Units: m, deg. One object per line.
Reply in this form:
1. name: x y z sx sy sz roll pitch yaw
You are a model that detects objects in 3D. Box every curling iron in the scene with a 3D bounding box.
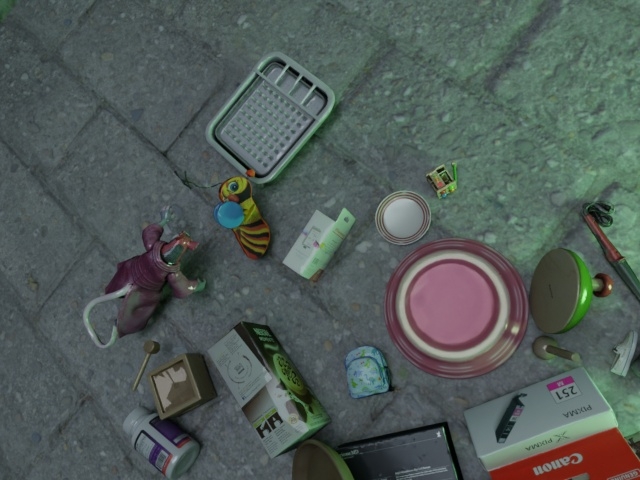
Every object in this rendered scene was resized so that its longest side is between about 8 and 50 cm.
1. curling iron: 0.655 0.030 1.141 0.068 0.035 0.273 -23 71 13

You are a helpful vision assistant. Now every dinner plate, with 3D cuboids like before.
1. dinner plate: 0.209 -0.057 1.325 0.141 0.017 0.141 -5 75 18

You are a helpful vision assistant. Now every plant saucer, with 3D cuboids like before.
1. plant saucer: 0.305 0.151 1.208 0.332 0.084 0.332 -4 77 18
2. plant saucer: 0.016 0.578 1.153 0.278 0.041 0.277 9 100 60

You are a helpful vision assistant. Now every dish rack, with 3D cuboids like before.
1. dish rack: -0.139 -0.339 1.480 0.285 0.072 0.333 42 93 21

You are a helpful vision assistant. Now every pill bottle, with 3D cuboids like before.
1. pill bottle: -0.418 0.518 1.359 0.194 0.108 0.108 29 88 23

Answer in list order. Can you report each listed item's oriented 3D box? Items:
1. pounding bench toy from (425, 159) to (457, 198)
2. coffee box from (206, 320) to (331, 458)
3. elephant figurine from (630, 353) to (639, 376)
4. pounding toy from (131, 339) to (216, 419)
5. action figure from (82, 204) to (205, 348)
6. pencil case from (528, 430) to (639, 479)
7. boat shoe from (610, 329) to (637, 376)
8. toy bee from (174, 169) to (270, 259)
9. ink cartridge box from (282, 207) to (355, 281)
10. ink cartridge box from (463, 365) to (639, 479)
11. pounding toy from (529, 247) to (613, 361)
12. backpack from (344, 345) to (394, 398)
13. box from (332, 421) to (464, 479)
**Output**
1. pounding bench toy: 0.313 -0.151 1.291 0.083 0.052 0.065 -32 70 9
2. coffee box: -0.122 0.351 1.264 0.119 0.168 0.297 -40 69 7
3. elephant figurine: 0.699 0.221 0.968 0.169 0.239 0.186 -40 70 3
4. pounding toy: -0.403 0.362 1.396 0.181 0.094 0.206 -30 70 10
5. action figure: -0.460 0.076 1.380 0.370 0.276 0.248 -39 85 36
6. pencil case: 0.488 0.529 1.017 0.410 0.160 0.183 -26 56 11
7. boat shoe: 0.636 0.234 1.102 0.035 0.035 0.100 19 91 19
8. toy bee: -0.212 -0.102 1.374 0.162 0.298 0.195 -41 37 -8
9. ink cartridge box: 0.000 0.000 1.331 0.067 0.115 0.198 33 89 23
10. ink cartridge box: 0.447 0.396 1.038 0.275 0.239 0.060 -26 114 12
11. pounding toy: 0.537 0.139 1.105 0.110 0.183 0.236 9 80 -6
12. backpack: 0.108 0.309 1.239 0.105 0.084 0.114 -16 70 13
13. box: 0.175 0.524 1.157 0.261 0.103 0.184 -18 75 15
